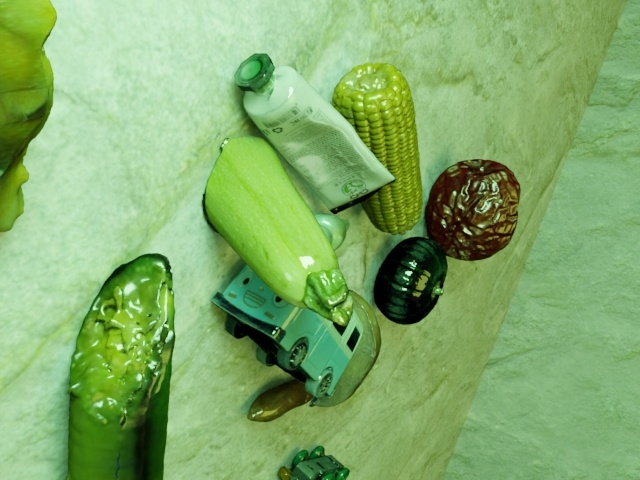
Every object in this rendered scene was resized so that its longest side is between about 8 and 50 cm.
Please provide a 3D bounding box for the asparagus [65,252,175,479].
[{"bbox_3d":[-0.229,0.206,0.667,0.128,0.108,0.381,-15,119,-54],"label":"asparagus"}]

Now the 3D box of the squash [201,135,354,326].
[{"bbox_3d":[-0.051,0.013,0.726,0.137,0.287,0.137,-25,150,-15],"label":"squash"}]

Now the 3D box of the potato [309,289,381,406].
[{"bbox_3d":[0.081,0.238,1.212,0.120,0.100,0.261,2,107,-59],"label":"potato"}]

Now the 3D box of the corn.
[{"bbox_3d":[0.104,-0.139,0.985,0.131,0.131,0.344,-54,149,-25],"label":"corn"}]

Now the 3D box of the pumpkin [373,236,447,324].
[{"bbox_3d":[0.204,0.090,1.288,0.202,0.140,0.202,-39,142,-40],"label":"pumpkin"}]

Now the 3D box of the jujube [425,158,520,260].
[{"bbox_3d":[0.357,-0.066,1.372,0.213,0.213,0.232,-35,137,-45],"label":"jujube"}]

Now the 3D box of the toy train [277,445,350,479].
[{"bbox_3d":[-0.020,0.517,1.235,0.136,0.091,0.228,-60,151,4],"label":"toy train"}]

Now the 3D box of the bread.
[{"bbox_3d":[-0.271,-0.101,0.419,0.161,0.088,0.233,-21,128,-59],"label":"bread"}]

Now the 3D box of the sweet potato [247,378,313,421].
[{"bbox_3d":[-0.055,0.280,1.053,0.065,0.051,0.218,-35,165,28],"label":"sweet potato"}]

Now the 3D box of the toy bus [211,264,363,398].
[{"bbox_3d":[-0.033,0.119,0.906,0.164,0.133,0.271,-55,148,-17],"label":"toy bus"}]

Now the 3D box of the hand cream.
[{"bbox_3d":[-0.004,-0.134,0.821,0.336,0.121,0.076,41,33,-52],"label":"hand cream"}]

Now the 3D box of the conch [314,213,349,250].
[{"bbox_3d":[0.007,0.000,0.971,0.180,0.065,0.088,-21,124,-64],"label":"conch"}]
